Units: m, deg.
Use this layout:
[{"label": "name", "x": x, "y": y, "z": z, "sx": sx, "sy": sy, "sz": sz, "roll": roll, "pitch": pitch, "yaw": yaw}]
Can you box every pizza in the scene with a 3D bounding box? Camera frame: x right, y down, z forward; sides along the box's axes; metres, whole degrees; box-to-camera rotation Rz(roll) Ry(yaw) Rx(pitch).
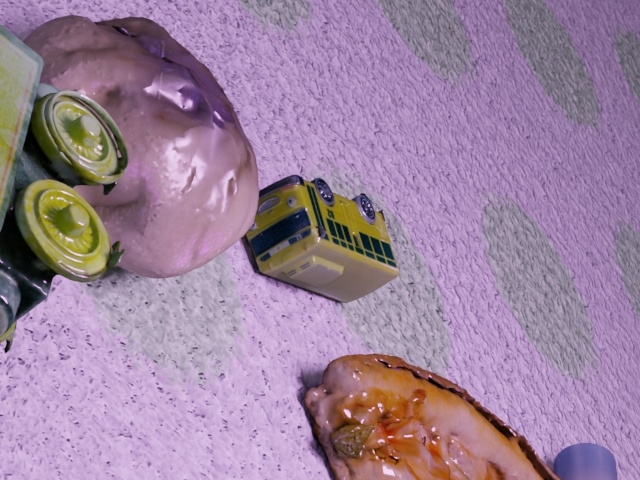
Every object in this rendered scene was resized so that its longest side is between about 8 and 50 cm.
[{"label": "pizza", "x": 0.128, "y": 0.263, "z": 2.016, "sx": 0.392, "sy": 0.080, "sz": 0.435, "roll": 56, "pitch": 26, "yaw": -10}]

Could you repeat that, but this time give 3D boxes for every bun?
[{"label": "bun", "x": -0.156, "y": -0.094, "z": 1.777, "sx": 0.273, "sy": 0.168, "sz": 0.273, "roll": 43, "pitch": 23, "yaw": -24}]

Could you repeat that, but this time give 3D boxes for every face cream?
[{"label": "face cream", "x": 0.309, "y": 0.347, "z": 2.256, "sx": 0.077, "sy": 0.077, "sz": 0.250, "roll": 44, "pitch": 30, "yaw": -31}]

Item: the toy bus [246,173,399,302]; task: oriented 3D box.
[{"label": "toy bus", "x": 0.000, "y": 0.000, "z": 2.046, "sx": 0.175, "sy": 0.088, "sz": 0.101, "roll": 21, "pitch": 47, "yaw": -54}]

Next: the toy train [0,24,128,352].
[{"label": "toy train", "x": -0.265, "y": -0.043, "z": 1.538, "sx": 0.188, "sy": 0.159, "sz": 0.271, "roll": 39, "pitch": 33, "yaw": -26}]
